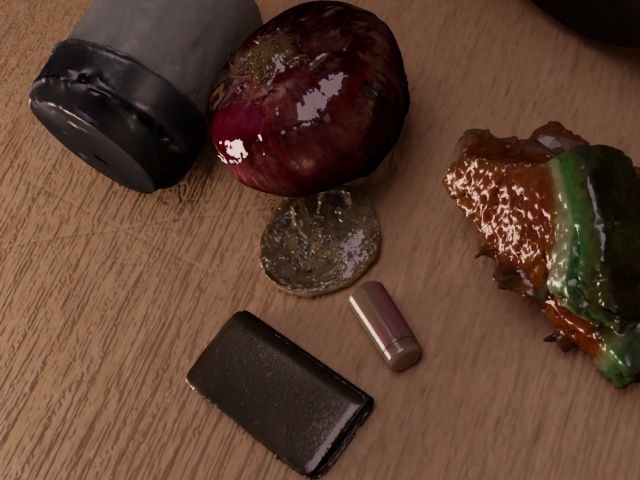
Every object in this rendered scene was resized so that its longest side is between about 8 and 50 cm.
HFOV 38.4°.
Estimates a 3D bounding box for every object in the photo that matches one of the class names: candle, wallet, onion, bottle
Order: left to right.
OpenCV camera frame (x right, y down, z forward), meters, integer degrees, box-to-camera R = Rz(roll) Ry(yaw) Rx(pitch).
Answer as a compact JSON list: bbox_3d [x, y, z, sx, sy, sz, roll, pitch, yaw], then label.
[{"bbox_3d":[-0.201,-0.245,1.178,0.221,0.221,0.342,16,67,30],"label":"candle"},{"bbox_3d":[-0.048,0.162,0.985,0.198,0.031,0.110,30,76,33],"label":"wallet"},{"bbox_3d":[-0.011,-0.160,1.061,0.246,0.190,0.246,-13,54,19],"label":"onion"},{"bbox_3d":[0.068,0.090,0.971,0.045,0.045,0.096,-34,57,1],"label":"bottle"}]

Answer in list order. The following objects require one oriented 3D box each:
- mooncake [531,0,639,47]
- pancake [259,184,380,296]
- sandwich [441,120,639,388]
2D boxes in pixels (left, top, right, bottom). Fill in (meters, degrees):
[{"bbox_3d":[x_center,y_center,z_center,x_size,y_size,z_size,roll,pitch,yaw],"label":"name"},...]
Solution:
[{"bbox_3d":[0.291,-0.420,0.963,0.246,0.394,0.393,-42,29,-8],"label":"mooncake"},{"bbox_3d":[0.000,0.000,1.065,0.152,0.025,0.151,-11,57,17],"label":"pancake"},{"bbox_3d":[0.251,-0.034,0.897,0.301,0.162,0.250,30,72,31],"label":"sandwich"}]
